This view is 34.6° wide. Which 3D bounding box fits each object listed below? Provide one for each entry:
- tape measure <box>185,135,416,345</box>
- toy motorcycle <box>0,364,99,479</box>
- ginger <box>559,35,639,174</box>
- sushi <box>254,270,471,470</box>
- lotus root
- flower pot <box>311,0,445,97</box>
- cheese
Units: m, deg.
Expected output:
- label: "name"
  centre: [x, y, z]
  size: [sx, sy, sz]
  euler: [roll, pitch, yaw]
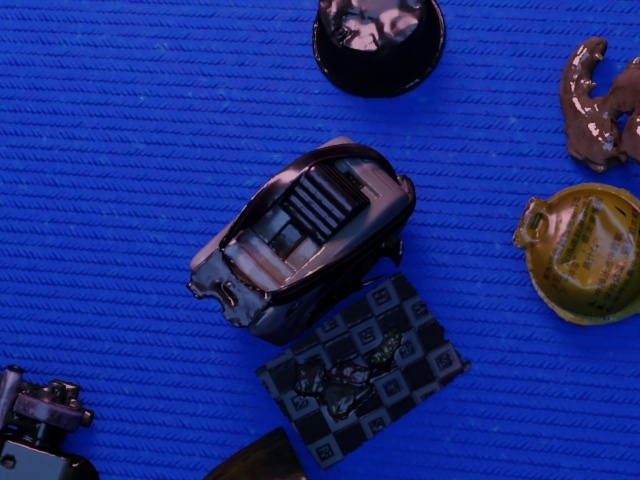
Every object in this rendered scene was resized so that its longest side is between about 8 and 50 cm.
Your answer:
- label: "tape measure"
  centre: [0.000, 0.000, 1.029]
  size: [0.231, 0.271, 0.133]
  euler: [-45, 78, -1]
- label: "toy motorcycle"
  centre: [-0.372, 0.222, 1.118]
  size: [0.275, 0.127, 0.205]
  euler: [17, 83, 3]
- label: "ginger"
  centre: [0.352, -0.132, 1.065]
  size: [0.259, 0.065, 0.149]
  euler: [19, 101, 51]
- label: "sushi"
  centre: [0.046, 0.137, 1.119]
  size: [0.201, 0.031, 0.139]
  euler: [-34, 98, -2]
- label: "lotus root"
  centre: [-0.036, 0.313, 1.056]
  size: [0.119, 0.138, 0.235]
  euler: [-27, 71, -9]
- label: "flower pot"
  centre: [0.060, -0.250, 1.155]
  size: [0.157, 0.107, 0.157]
  euler: [-2, 78, 8]
- label: "cheese"
  centre: [0.325, 0.029, 1.090]
  size: [0.250, 0.064, 0.156]
  euler: [24, 84, 1]
